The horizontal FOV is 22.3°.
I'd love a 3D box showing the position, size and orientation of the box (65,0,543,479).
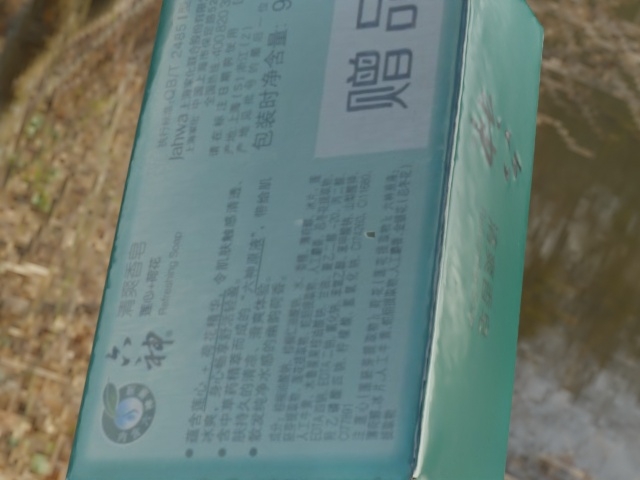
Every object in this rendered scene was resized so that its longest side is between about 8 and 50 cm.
[{"bbox_3d":[0.000,0.000,0.668,0.153,0.245,0.092,-3,-26,26],"label":"box"}]
